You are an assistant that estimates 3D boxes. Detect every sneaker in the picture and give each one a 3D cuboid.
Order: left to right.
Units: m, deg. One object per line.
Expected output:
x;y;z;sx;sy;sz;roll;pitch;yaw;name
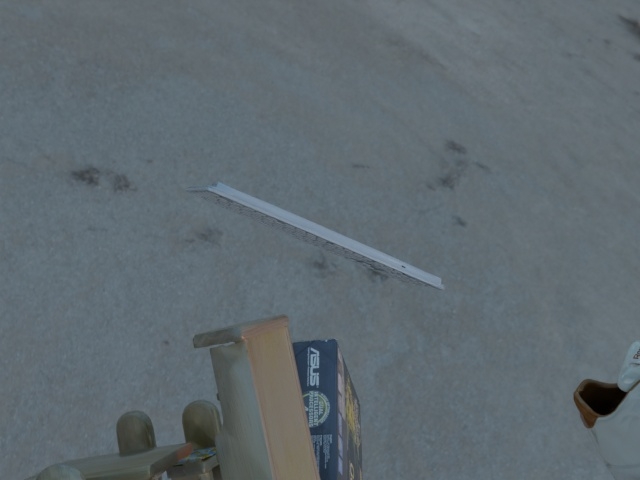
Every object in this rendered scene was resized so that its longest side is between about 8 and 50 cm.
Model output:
0.345;0.138;0.590;0.106;0.290;0.123;-29;82;-39;sneaker

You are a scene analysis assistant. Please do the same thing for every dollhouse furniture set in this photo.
-0.229;0.270;0.918;0.362;0.394;0.256;4;73;-73;dollhouse furniture set

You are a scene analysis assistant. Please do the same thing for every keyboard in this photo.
0.000;0.000;0.620;0.256;0.072;0.014;23;77;-25;keyboard

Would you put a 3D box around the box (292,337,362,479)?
0.013;0.418;1.177;0.097;0.318;0.395;-7;54;11;box
